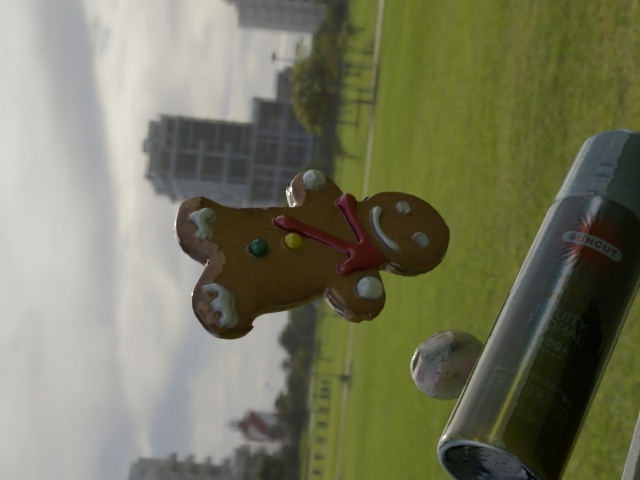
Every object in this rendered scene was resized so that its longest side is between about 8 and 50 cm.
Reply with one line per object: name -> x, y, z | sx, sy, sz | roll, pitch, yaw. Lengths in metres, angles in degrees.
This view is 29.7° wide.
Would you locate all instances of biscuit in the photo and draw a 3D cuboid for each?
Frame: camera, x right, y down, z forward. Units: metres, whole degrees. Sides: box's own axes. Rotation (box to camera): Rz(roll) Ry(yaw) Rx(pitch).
biscuit -> 0.000, 0.000, 1.412 | 0.047, 0.340, 0.216 | 112, 146, -52

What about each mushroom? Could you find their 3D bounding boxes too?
mushroom -> 0.136, 0.129, 1.278 | 0.067, 0.084, 0.083 | -107, 19, -53

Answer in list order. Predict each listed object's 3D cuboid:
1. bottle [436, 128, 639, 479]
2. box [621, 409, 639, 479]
bottle -> 0.171, 0.045, 0.838 | 0.286, 0.082, 0.082 | -59, -13, -32
box -> 0.287, 0.142, 0.745 | 0.211, 0.045, 0.270 | 35, 127, 42
